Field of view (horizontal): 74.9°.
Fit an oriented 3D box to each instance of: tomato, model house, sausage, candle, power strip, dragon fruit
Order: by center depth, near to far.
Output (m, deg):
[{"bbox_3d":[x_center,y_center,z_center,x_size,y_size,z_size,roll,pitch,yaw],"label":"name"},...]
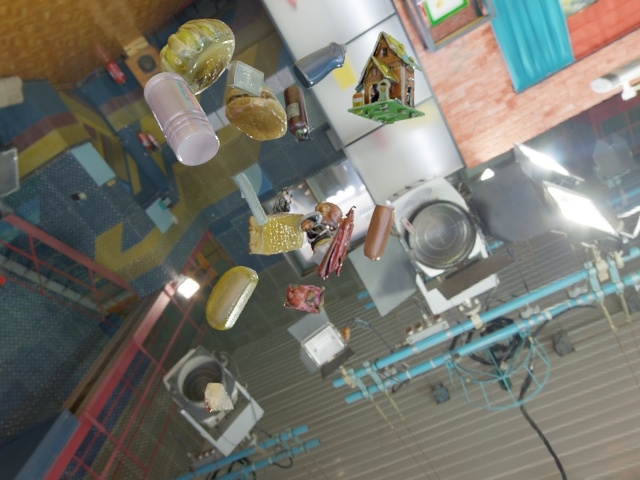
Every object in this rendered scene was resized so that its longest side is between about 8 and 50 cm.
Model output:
[{"bbox_3d":[-0.214,-0.494,1.298,0.042,0.075,0.175,15,-172,39],"label":"power strip"},{"bbox_3d":[0.069,0.010,1.554,0.059,0.084,0.302,20,-90,59],"label":"candle"},{"bbox_3d":[0.211,-0.644,1.666,0.339,0.324,0.300,1,-176,38],"label":"model house"},{"bbox_3d":[0.024,-0.111,2.018,0.214,0.180,0.155,123,-20,-69],"label":"tomato"},{"bbox_3d":[-0.084,0.293,2.149,0.210,0.282,0.147,6,-105,28],"label":"dragon fruit"},{"bbox_3d":[0.305,-0.040,2.192,0.121,0.121,0.305,-145,-113,-67],"label":"sausage"}]

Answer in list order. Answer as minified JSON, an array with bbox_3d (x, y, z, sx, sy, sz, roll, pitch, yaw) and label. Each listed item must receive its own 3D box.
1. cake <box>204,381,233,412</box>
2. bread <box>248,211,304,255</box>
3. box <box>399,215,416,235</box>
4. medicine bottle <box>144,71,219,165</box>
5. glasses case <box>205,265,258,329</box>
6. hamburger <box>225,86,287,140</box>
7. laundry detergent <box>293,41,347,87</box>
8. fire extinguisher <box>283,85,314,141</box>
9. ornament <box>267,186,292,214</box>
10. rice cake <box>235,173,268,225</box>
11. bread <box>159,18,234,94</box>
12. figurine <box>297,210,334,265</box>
[{"bbox_3d":[-0.446,0.728,1.824,0.086,0.221,0.117,-1,-143,3],"label":"cake"},{"bbox_3d":[-0.199,-0.036,1.927,0.114,0.185,0.274,14,-163,41],"label":"bread"},{"bbox_3d":[0.362,-0.061,1.734,0.012,0.083,0.046,-40,-179,36],"label":"box"},{"bbox_3d":[-0.391,-0.343,1.175,0.133,0.250,0.133,-27,156,-13],"label":"medicine bottle"},{"bbox_3d":[-0.499,0.304,2.281,0.173,0.141,0.372,31,-87,24],"label":"glasses case"},{"bbox_3d":[-0.281,-0.556,1.866,0.259,0.283,0.145,-11,-109,27],"label":"hamburger"},{"bbox_3d":[0.011,-0.598,1.398,0.206,0.097,0.061,-38,171,-15],"label":"laundry detergent"},{"bbox_3d":[-0.072,-0.435,1.454,0.099,0.071,0.231,-28,-118,35],"label":"fire extinguisher"},{"bbox_3d":[-0.220,-0.231,2.569,0.166,0.196,0.153,7,-171,-33],"label":"ornament"},{"bbox_3d":[-0.224,-0.131,1.342,0.042,0.180,0.030,-29,174,15],"label":"rice cake"},{"bbox_3d":[-0.449,-0.678,1.519,0.333,0.160,0.333,-46,-172,8],"label":"bread"},{"bbox_3d":[0.000,0.000,1.732,0.133,0.237,0.176,-38,156,18],"label":"figurine"}]
